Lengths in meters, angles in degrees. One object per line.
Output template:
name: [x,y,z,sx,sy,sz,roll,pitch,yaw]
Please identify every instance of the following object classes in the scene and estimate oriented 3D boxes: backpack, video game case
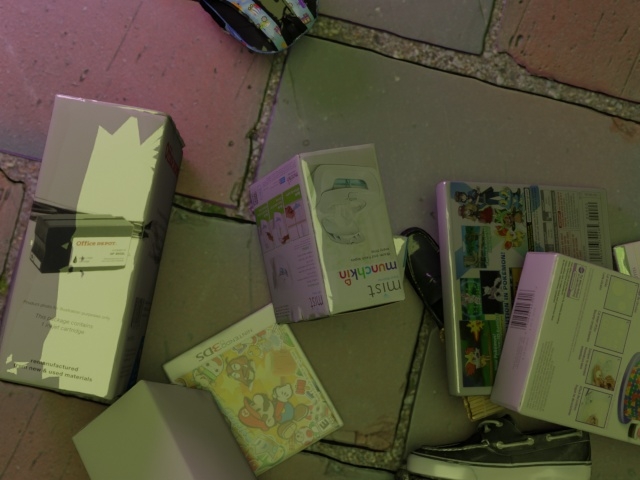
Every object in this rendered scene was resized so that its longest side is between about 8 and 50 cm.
backpack: [-0.092,-0.376,1.634,0.158,0.117,0.173,-43,89,-6]
video game case: [0.328,0.074,1.612,0.300,0.036,0.329,1,80,-21]
video game case: [-0.106,0.244,1.631,0.206,0.026,0.227,-29,88,-6]

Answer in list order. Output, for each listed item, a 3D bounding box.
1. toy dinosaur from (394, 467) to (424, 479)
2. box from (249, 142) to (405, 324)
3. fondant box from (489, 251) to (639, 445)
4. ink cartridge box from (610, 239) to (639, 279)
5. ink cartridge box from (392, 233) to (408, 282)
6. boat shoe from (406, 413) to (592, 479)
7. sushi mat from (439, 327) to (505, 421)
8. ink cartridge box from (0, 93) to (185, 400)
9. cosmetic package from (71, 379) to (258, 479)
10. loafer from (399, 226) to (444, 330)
toy dinosaur: [0.057,0.492,1.557,0.218,0.164,0.322,39,53,-29]
box: [0.000,0.000,1.530,0.126,0.262,0.231,-11,86,-20]
fondant box: [0.442,0.174,1.552,0.330,0.096,0.238,17,85,-17]
ink cartridge box: [0.600,0.070,1.685,0.235,0.056,0.171,-12,87,-4]
ink cartridge box: [0.097,0.037,1.614,0.052,0.122,0.088,9,85,-7]
boat shoe: [0.281,0.323,1.614,0.301,0.108,0.102,2,85,-7]
sushi mat: [0.344,0.167,1.630,0.316,0.019,0.151,-15,85,-23]
ink cartridge box: [-0.323,0.015,1.502,0.166,0.285,0.395,11,84,-3]
cosmetic package: [-0.173,0.390,1.451,0.155,0.197,0.365,-41,62,12]
loafer: [0.193,0.078,1.639,0.076,0.078,0.223,-27,88,-6]
